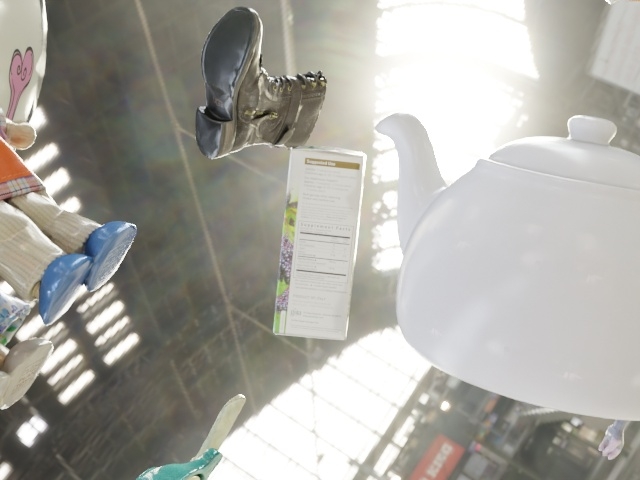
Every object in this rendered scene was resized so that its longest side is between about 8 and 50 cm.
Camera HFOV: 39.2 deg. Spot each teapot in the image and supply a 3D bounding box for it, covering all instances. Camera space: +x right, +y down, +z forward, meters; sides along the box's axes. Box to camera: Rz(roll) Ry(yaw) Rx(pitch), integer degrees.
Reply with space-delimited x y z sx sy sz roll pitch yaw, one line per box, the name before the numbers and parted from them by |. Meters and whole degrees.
teapot | 0.185 0.005 0.647 0.252 0.256 0.187 -142 62 -69

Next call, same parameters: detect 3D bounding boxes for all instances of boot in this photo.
boot | -0.078 -0.244 1.406 0.229 0.091 0.263 -17 -43 -43

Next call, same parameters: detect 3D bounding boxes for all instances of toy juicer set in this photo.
toy juicer set | -0.200 0.357 1.124 0.329 0.089 0.209 -35 -28 -47

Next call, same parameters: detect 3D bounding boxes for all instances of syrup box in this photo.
syrup box | 0.000 0.000 1.151 0.093 0.096 0.237 -68 -17 -81

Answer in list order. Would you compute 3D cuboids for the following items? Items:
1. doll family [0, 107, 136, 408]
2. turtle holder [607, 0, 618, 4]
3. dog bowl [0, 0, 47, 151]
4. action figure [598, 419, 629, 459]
doll family | -0.205 0.024 0.314 0.118 0.163 0.263 -58 -8 33
turtle holder | 0.378 -0.427 1.061 0.227 0.243 0.320 -40 -48 21
dog bowl | -0.411 -0.154 0.628 0.408 0.408 0.150 -64 16 10
action figure | 0.445 0.138 1.293 0.276 0.370 0.248 -45 -23 -15
